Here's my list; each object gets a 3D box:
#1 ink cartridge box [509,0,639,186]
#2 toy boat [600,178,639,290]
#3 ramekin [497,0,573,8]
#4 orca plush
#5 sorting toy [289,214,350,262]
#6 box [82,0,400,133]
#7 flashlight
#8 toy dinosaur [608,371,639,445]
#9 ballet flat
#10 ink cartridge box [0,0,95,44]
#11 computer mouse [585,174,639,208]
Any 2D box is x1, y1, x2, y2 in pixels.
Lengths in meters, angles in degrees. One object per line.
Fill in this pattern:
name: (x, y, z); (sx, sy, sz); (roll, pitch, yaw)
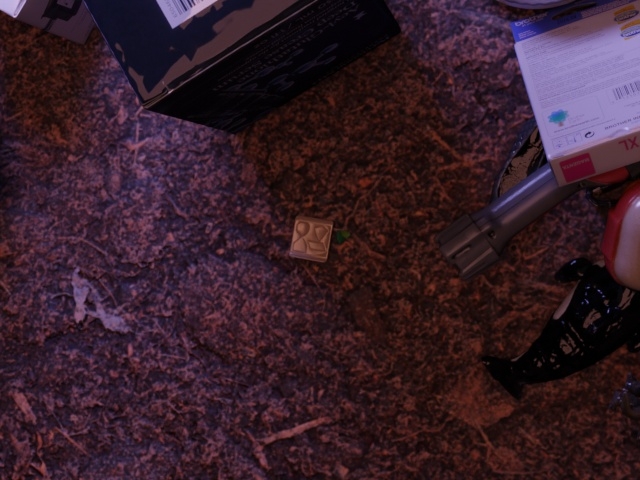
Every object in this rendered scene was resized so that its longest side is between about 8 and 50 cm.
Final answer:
ink cartridge box: (0.362, -0.211, 1.635); (0.186, 0.065, 0.311); (-18, 42, 12)
toy boat: (0.452, -0.033, 1.634); (0.231, 0.151, 0.151); (-8, 122, -24)
ramekin: (0.286, -0.433, 1.649); (0.273, 0.127, 0.272); (4, 110, 10)
orca plush: (0.347, 0.105, 1.683); (0.287, 0.102, 0.151); (-26, 84, 11)
sorting toy: (0.000, 0.000, 1.802); (0.083, 0.012, 0.062); (10, 87, 15)
box: (-0.095, -0.311, 1.628); (0.294, 0.395, 0.212); (-31, 85, 11)
flashlight: (0.297, -0.059, 1.673); (0.304, 0.103, 0.103); (-37, 113, 7)
toy dinosaur: (0.471, 0.215, 1.607); (0.160, 0.313, 0.121); (-1, 62, 34)
ballet flat: (0.273, -0.092, 1.726); (0.058, 0.049, 0.173); (20, 95, 10)
ink cartridge box: (-0.428, -0.375, 1.778); (0.172, 0.237, 0.100); (30, 96, 11)
computer mouse: (0.470, -0.111, 1.691); (0.242, 0.041, 0.071); (-31, 84, 11)
